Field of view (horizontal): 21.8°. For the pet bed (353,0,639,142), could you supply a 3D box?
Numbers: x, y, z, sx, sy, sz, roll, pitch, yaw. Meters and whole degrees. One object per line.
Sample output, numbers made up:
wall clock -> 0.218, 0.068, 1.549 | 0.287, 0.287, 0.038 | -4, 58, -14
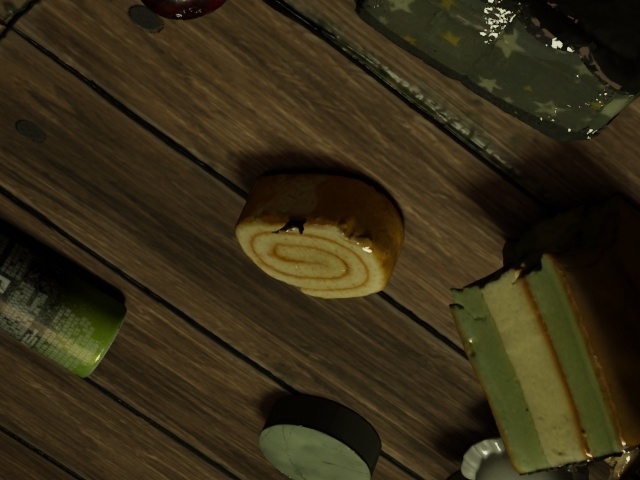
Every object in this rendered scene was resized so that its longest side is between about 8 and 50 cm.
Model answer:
pet bed -> 0.151, -0.194, 1.070 | 0.211, 0.183, 0.159 | 32, 152, -7

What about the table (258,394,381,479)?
table -> 0.000, 0.228, 1.857 | 0.133, 0.043, 0.133 | 17, 145, 12

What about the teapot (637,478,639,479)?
teapot -> 0.387, 0.342, 1.579 | 0.312, 0.233, 0.315 | -30, 109, 40

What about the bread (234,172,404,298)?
bread -> 0.000, 0.000, 1.519 | 0.149, 0.073, 0.122 | 2, 142, 30

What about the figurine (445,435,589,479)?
figurine -> 0.197, 0.266, 1.730 | 0.143, 0.143, 0.271 | 24, 113, 0

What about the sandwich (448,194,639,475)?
sandwich -> 0.250, 0.064, 1.430 | 0.155, 0.227, 0.198 | -23, 89, 50

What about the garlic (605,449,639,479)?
garlic -> 0.280, 0.175, 1.585 | 0.094, 0.074, 0.113 | 55, 165, 35

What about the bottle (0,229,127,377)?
bottle -> -0.367, 0.025, 1.762 | 0.330, 0.093, 0.093 | 32, 145, -12

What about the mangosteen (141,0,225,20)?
mangosteen -> -0.108, -0.211, 1.302 | 0.081, 0.081, 0.081 | 16, 145, 12
